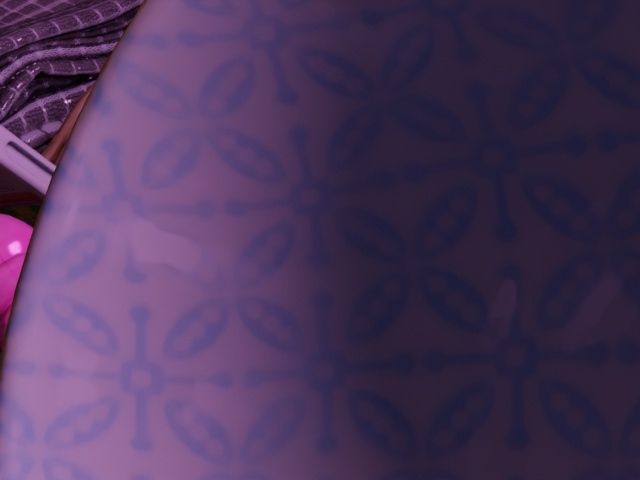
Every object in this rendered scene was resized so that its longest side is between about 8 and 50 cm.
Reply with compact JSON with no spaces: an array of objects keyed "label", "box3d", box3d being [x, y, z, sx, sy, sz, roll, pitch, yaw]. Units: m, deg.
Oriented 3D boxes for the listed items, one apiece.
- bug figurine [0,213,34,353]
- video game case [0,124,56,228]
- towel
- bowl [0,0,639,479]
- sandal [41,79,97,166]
[{"label":"bug figurine","box3d":[-0.017,0.033,0.633,0.279,0.072,0.216,-36,60,-15]},{"label":"video game case","box3d":[-0.222,-0.025,1.047,0.201,0.183,0.023,-4,63,32]},{"label":"towel","box3d":[-0.213,-0.109,1.342,0.283,0.121,0.235,-33,17,-33]},{"label":"bowl","box3d":[0.089,0.048,0.375,0.289,0.290,0.156,-19,-22,32]},{"label":"sandal","box3d":[-0.142,-0.027,1.168,0.240,0.088,0.079,-36,49,4]}]
